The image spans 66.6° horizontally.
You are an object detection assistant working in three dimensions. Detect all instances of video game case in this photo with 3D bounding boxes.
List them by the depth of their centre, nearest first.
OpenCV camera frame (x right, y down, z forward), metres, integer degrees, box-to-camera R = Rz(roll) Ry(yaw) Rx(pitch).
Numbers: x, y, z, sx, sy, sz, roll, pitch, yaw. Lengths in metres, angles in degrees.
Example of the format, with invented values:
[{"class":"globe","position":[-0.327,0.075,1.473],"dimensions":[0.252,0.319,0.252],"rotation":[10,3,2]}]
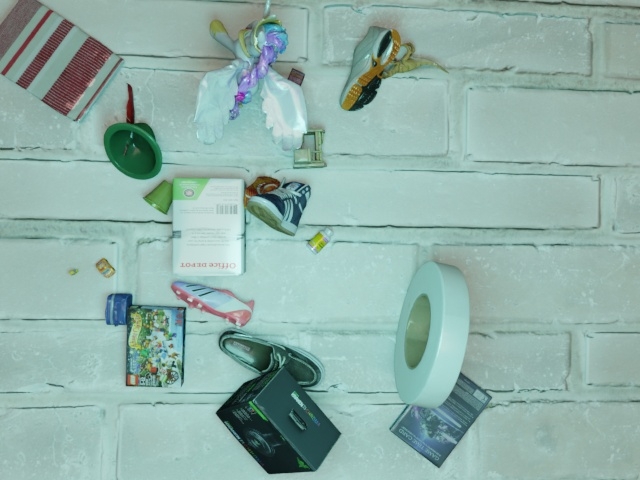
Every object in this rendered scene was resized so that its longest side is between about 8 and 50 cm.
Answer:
[{"class":"video game case","position":[0.371,0.533,1.505],"dimensions":[0.196,0.026,0.274],"rotation":[38,88,-4]}]

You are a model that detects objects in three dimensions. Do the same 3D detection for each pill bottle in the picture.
[{"class":"pill bottle","position":[0.000,0.000,1.463],"dimensions":[0.043,0.043,0.083],"rotation":[45,87,-3]}]

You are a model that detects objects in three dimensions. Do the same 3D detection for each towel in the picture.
[{"class":"towel","position":[-0.771,-0.521,1.406],"dimensions":[0.329,0.037,0.237],"rotation":[34,85,-6]}]

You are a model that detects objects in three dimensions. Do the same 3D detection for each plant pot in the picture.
[{"class":"plant pot","position":[-0.457,-0.130,1.415],"dimensions":[0.083,0.083,0.079],"rotation":[33,75,-4]}]

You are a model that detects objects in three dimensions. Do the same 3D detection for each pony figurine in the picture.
[{"class":"pony figurine","position":[-0.199,-0.428,1.287],"dimensions":[0.303,0.363,0.351],"rotation":[-3,108,-28]}]

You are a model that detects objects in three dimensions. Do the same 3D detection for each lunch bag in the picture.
[{"class":"lunch bag","position":[-0.584,0.201,1.404],"dimensions":[0.065,0.067,0.098],"rotation":[4,91,-4]}]

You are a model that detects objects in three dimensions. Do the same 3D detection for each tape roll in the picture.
[{"class":"tape roll","position":[0.290,0.249,1.319],"dimensions":[0.072,0.392,0.392],"rotation":[12,89,-4]}]

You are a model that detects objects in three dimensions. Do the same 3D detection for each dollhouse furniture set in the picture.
[{"class":"dollhouse furniture set","position":[-0.031,-0.307,1.402],"dimensions":[0.101,0.161,0.181],"rotation":[-3,91,-5]}]

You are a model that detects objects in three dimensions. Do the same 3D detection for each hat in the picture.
[{"class":"hat","position":[-0.515,-0.312,1.432],"dimensions":[0.173,0.183,0.208],"rotation":[11,131,2]}]

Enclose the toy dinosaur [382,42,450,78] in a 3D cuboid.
[{"class":"toy dinosaur","position":[0.275,-0.544,1.486],"dimensions":[0.212,0.064,0.112],"rotation":[-11,109,5]}]

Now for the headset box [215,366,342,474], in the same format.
[{"class":"headset box","position":[-0.115,0.497,1.328],"dimensions":[0.246,0.283,0.131],"rotation":[50,49,-4]}]

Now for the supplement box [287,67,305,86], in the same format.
[{"class":"supplement box","position":[-0.082,-0.460,1.451],"dimensions":[0.043,0.055,0.083],"rotation":[23,89,-6]}]

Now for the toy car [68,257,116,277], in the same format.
[{"class":"toy car","position":[-0.662,0.095,1.411],"dimensions":[0.122,0.040,0.060],"rotation":[-22,92,-5]}]

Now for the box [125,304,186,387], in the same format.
[{"class":"box","position":[-0.476,0.307,1.414],"dimensions":[0.159,0.044,0.233],"rotation":[3,95,-5]}]

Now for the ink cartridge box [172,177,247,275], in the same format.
[{"class":"ink cartridge box","position":[-0.315,-0.037,1.402],"dimensions":[0.198,0.115,0.272],"rotation":[1,90,-4]}]

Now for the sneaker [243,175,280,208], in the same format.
[{"class":"sneaker","position":[-0.173,-0.139,1.405],"dimensions":[0.064,0.175,0.067],"rotation":[27,124,14]}]

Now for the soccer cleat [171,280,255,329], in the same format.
[{"class":"soccer cleat","position":[-0.314,0.172,1.430],"dimensions":[0.248,0.083,0.095],"rotation":[26,60,0]}]

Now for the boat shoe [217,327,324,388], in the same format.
[{"class":"boat shoe","position":[-0.146,0.356,1.414],"dimensions":[0.335,0.119,0.121],"rotation":[20,88,-4]}]

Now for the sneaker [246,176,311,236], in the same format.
[{"class":"sneaker","position":[-0.109,-0.117,1.349],"dimensions":[0.099,0.282,0.153],"rotation":[21,83,17]}]

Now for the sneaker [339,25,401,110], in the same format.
[{"class":"sneaker","position":[0.130,-0.514,1.459],"dimensions":[0.099,0.121,0.262],"rotation":[19,111,-43]}]
